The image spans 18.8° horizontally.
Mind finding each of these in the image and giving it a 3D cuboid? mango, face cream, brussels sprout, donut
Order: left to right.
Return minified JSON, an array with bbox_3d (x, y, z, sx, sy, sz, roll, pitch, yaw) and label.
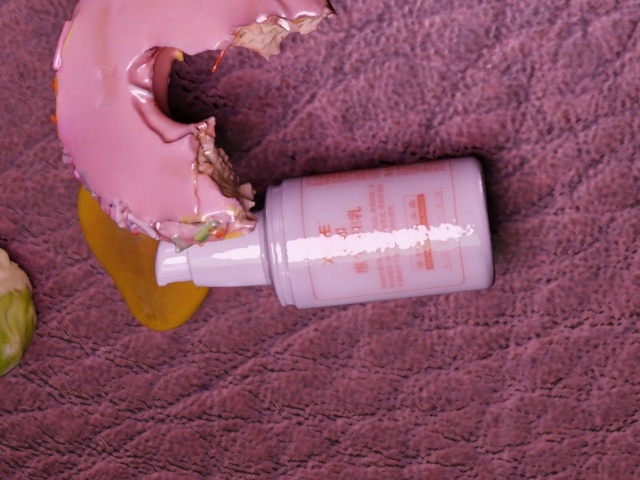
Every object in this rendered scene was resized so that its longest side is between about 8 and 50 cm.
[{"bbox_3d":[-0.313,0.066,1.549,0.149,0.122,0.151,40,120,-12],"label":"brussels sprout"},{"bbox_3d":[-0.131,-0.002,1.499,0.103,0.076,0.161,-6,119,10],"label":"mango"},{"bbox_3d":[-0.096,-0.117,1.388,0.199,0.085,0.233,27,98,25],"label":"donut"},{"bbox_3d":[0.000,0.000,1.432,0.251,0.101,0.101,-6,116,5],"label":"face cream"}]
